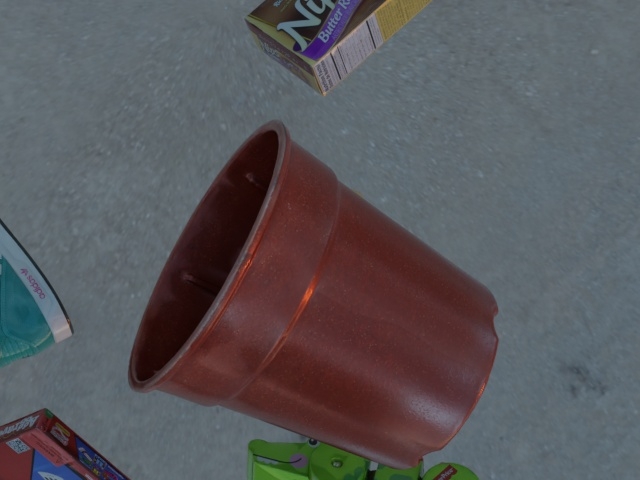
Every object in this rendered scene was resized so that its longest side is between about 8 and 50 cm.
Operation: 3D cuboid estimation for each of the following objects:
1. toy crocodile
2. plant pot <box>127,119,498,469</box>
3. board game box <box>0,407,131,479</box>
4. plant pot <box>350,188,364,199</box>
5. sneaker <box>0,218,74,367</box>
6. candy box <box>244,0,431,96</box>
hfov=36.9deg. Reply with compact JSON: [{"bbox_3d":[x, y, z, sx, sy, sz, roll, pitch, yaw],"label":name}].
[{"bbox_3d":[0.079,0.285,1.093,0.341,0.105,0.115,9,129,12],"label":"toy crocodile"},{"bbox_3d":[0.004,0.070,0.895,0.265,0.272,0.272,29,99,-18],"label":"plant pot"},{"bbox_3d":[-0.216,0.270,0.914,0.145,0.027,0.281,-23,122,29],"label":"board game box"},{"bbox_3d":[0.000,0.000,1.262,0.134,0.134,0.095,-10,73,-3],"label":"plant pot"},{"bbox_3d":[-0.448,0.058,1.164,0.178,0.295,0.123,-32,144,-24],"label":"sneaker"},{"bbox_3d":[0.030,-0.241,0.957,0.187,0.109,0.053,-42,147,-10],"label":"candy box"}]
